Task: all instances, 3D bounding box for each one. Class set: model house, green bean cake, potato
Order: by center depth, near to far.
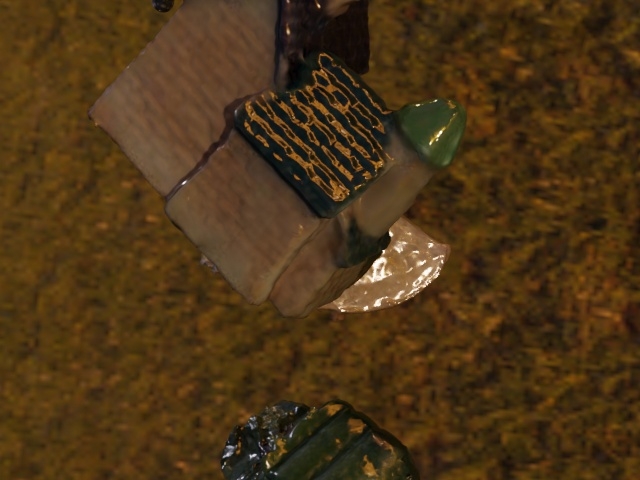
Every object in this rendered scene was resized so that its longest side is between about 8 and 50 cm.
[{"bbox_3d":[-0.015,-0.126,1.500,0.298,0.243,0.284,46,120,10],"label":"model house"},{"bbox_3d":[-0.001,0.006,2.035,0.211,0.264,0.189,-57,13,-2],"label":"potato"},{"bbox_3d":[-0.004,0.328,2.044,0.308,0.169,0.300,37,157,40],"label":"green bean cake"}]

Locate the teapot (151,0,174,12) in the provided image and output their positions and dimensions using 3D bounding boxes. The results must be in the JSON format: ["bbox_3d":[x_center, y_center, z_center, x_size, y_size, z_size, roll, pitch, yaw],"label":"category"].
[{"bbox_3d":[-0.163,-0.328,1.752,0.239,0.162,0.149,22,98,21],"label":"teapot"}]
